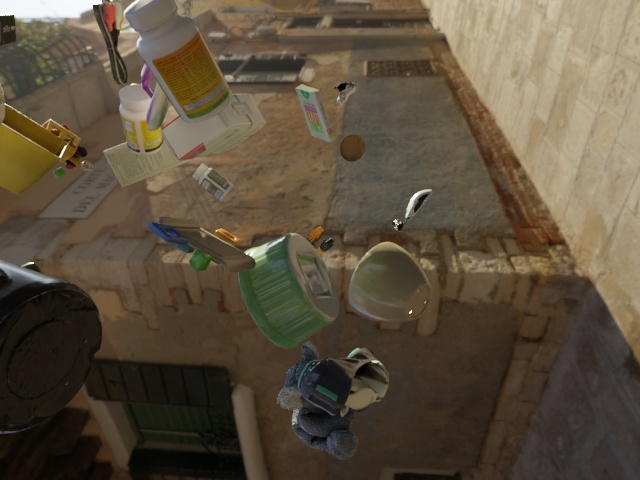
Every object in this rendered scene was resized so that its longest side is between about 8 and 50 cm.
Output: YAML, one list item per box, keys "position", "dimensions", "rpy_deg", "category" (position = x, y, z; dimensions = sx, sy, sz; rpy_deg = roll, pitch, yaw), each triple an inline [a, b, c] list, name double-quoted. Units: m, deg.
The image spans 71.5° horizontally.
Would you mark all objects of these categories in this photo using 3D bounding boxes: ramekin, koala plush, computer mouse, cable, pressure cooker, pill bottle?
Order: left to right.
- position: [-0.820, 0.233, 1.082]
  dimensions: [0.370, 0.419, 0.376]
  rpy_deg: [25, -101, -71]
  category: "pressure cooker"
- position: [-0.676, -0.662, 1.468]
  dimensions: [0.139, 0.072, 0.288]
  rpy_deg: [-92, 0, -65]
  category: "cable"
- position: [-0.595, -0.398, 1.475]
  dimensions: [0.209, 0.119, 0.119]
  rpy_deg: [104, 173, -50]
  category: "pill bottle"
- position: [-0.305, -0.393, 0.964]
  dimensions: [0.246, 0.136, 0.137]
  rpy_deg: [63, -156, -45]
  category: "pill bottle"
- position: [-0.398, -0.216, 1.642]
  dimensions: [0.078, 0.137, 0.078]
  rpy_deg: [-50, 9, 11]
  category: "pill bottle"
- position: [-0.074, 0.128, 1.227]
  dimensions: [0.303, 0.148, 0.304]
  rpy_deg: [52, -160, -28]
  category: "ramekin"
- position: [-0.014, 0.372, 1.068]
  dimensions: [0.221, 0.203, 0.196]
  rpy_deg: [60, -139, -28]
  category: "koala plush"
- position: [0.327, -0.116, 1.608]
  dimensions: [0.193, 0.042, 0.106]
  rpy_deg: [-52, 3, 12]
  category: "computer mouse"

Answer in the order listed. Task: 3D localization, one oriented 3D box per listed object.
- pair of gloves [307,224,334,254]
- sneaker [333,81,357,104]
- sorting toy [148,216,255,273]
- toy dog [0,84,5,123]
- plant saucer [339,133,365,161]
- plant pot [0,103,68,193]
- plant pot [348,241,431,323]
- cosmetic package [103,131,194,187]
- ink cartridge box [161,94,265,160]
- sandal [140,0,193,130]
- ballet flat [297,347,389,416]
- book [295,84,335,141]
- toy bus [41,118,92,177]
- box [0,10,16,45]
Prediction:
- position: [0.000, 0.000, 1.488]
  dimensions: [0.083, 0.074, 0.010]
  rpy_deg: [49, -169, -4]
  category: "pair of gloves"
- position: [0.068, -0.494, 1.476]
  dimensions: [0.098, 0.069, 0.038]
  rpy_deg: [-37, 59, 46]
  category: "sneaker"
- position: [-0.258, 0.019, 1.021]
  dimensions: [0.047, 0.195, 0.347]
  rpy_deg: [-58, -10, 6]
  category: "sorting toy"
- position: [-0.947, -0.281, 0.950]
  dimensions: [0.407, 0.395, 0.285]
  rpy_deg: [-23, -60, -55]
  category: "toy dog"
- position: [0.096, -0.283, 1.359]
  dimensions: [0.015, 0.083, 0.084]
  rpy_deg: [-131, 37, -63]
  category: "plant saucer"
- position: [-0.964, -0.275, 1.405]
  dimensions: [0.187, 0.212, 0.212]
  rpy_deg: [-50, 33, 6]
  category: "plant pot"
- position: [0.263, 0.169, 1.517]
  dimensions: [0.284, 0.190, 0.285]
  rpy_deg: [-21, -57, -37]
  category: "plant pot"
- position: [-0.686, -0.349, 1.804]
  dimensions: [0.113, 0.309, 0.160]
  rpy_deg: [-133, 21, -69]
  category: "cosmetic package"
- position: [-0.332, -0.365, 1.426]
  dimensions: [0.117, 0.207, 0.283]
  rpy_deg: [60, -157, -6]
  category: "ink cartridge box"
- position: [-0.426, -0.506, 1.189]
  dimensions: [0.169, 0.102, 0.417]
  rpy_deg: [-116, 43, -72]
  category: "sandal"
- position: [0.044, 0.177, 0.551]
  dimensions: [0.203, 0.074, 0.074]
  rpy_deg: [22, -112, -63]
  category: "ballet flat"
- position: [-0.010, -0.344, 1.203]
  dimensions: [0.096, 0.035, 0.144]
  rpy_deg: [39, 158, 49]
  category: "book"
- position: [-0.918, -0.341, 1.607]
  dimensions: [0.202, 0.104, 0.191]
  rpy_deg: [-37, -74, -60]
  category: "toy bus"
- position: [-0.924, -0.570, 1.160]
  dimensions: [0.147, 0.180, 0.078]
  rpy_deg: [-112, 32, -61]
  category: "box"
